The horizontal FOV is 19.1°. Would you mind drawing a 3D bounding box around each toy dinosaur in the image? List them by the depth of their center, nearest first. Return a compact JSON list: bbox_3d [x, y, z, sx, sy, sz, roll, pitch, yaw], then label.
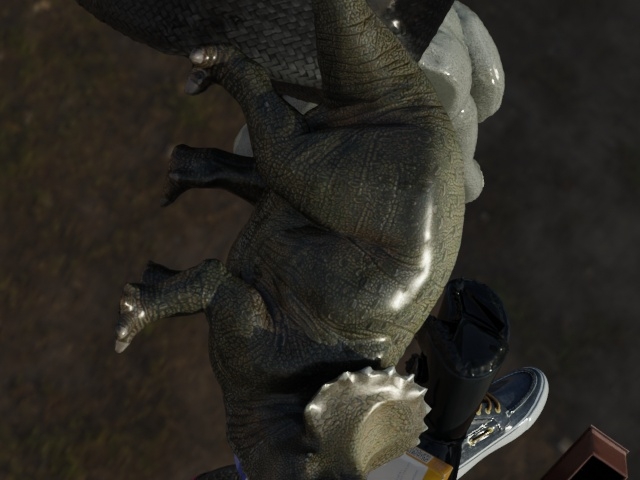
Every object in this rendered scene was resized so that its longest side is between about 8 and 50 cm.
[{"bbox_3d":[0.000,0.000,0.882,0.160,0.121,0.314,16,82,0],"label":"toy dinosaur"}]

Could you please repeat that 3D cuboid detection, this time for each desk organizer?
[{"bbox_3d":[0.233,0.242,1.800,0.047,0.130,0.050,35,23,-9],"label":"desk organizer"}]

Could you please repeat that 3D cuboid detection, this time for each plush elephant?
[{"bbox_3d":[0.057,-0.231,1.945,0.271,0.330,0.255,4,53,-9],"label":"plush elephant"}]

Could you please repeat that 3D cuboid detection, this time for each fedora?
[{"bbox_3d":[-0.040,-0.167,1.028,0.334,0.153,0.334,21,5,-2],"label":"fedora"}]

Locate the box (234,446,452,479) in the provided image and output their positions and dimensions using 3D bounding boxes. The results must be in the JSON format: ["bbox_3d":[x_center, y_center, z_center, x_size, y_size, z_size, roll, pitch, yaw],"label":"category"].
[{"bbox_3d":[0.011,0.155,1.270,0.136,0.081,0.028,30,15,14],"label":"box"}]

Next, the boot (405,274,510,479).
[{"bbox_3d":[0.106,0.178,1.809,0.094,0.207,0.246,16,49,-1],"label":"boot"}]

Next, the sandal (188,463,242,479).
[{"bbox_3d":[-0.118,0.271,1.986,0.067,0.179,0.040,67,19,-13],"label":"sandal"}]

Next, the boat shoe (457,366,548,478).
[{"bbox_3d":[0.166,0.181,2.011,0.183,0.083,0.065,-39,46,-17],"label":"boat shoe"}]
